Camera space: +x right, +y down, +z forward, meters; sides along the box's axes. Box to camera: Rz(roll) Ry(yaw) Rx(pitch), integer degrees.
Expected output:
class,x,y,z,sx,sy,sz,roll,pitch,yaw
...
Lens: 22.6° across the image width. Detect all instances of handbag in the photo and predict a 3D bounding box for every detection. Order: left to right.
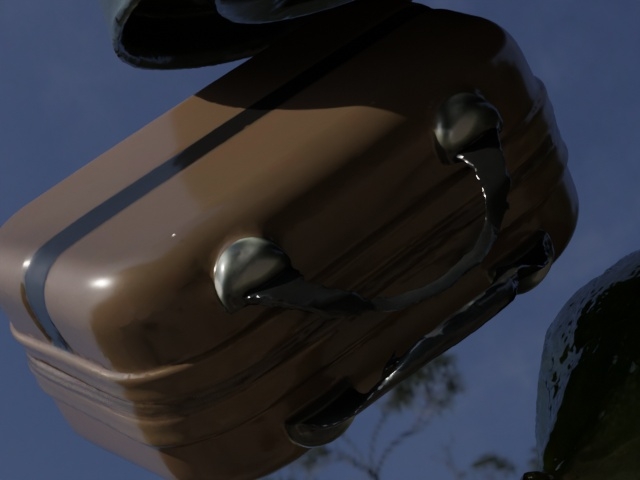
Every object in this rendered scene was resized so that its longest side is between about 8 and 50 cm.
class,x,y,z,sx,sy,sz,roll,pitch,yaw
handbag,0.000,0.000,0.841,0.302,0.283,0.149,-33,-63,-20

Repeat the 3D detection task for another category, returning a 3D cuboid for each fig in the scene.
class,x,y,z,sx,sy,sz,roll,pitch,yaw
fig,0.191,0.093,0.828,0.203,0.203,0.235,-43,-19,27

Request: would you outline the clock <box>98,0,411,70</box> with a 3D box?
class,x,y,z,sx,sy,sz,roll,pitch,yaw
clock,0.048,-0.210,0.882,0.386,0.076,0.386,-24,-6,-3
